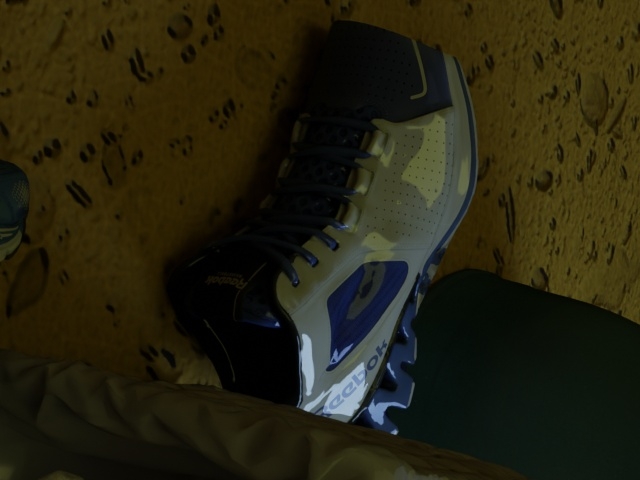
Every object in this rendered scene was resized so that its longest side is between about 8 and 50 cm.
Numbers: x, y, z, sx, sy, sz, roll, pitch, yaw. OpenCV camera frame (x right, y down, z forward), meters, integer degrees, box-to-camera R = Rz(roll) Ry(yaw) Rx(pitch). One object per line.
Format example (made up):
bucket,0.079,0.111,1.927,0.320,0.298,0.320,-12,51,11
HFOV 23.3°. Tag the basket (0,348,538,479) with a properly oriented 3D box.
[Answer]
basket,-0.066,0.245,0.867,0.266,0.331,0.328,14,87,-55

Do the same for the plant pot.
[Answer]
plant pot,0.216,0.174,1.287,0.271,0.255,0.272,-15,108,-51

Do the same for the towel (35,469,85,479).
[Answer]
towel,-0.206,0.230,0.644,0.049,0.187,0.282,41,40,-9

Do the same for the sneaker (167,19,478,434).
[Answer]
sneaker,0.000,0.001,1.066,0.182,0.127,0.315,9,92,-56

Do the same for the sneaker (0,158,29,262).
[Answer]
sneaker,-0.250,-0.080,0.715,0.330,0.130,0.147,30,76,-52
